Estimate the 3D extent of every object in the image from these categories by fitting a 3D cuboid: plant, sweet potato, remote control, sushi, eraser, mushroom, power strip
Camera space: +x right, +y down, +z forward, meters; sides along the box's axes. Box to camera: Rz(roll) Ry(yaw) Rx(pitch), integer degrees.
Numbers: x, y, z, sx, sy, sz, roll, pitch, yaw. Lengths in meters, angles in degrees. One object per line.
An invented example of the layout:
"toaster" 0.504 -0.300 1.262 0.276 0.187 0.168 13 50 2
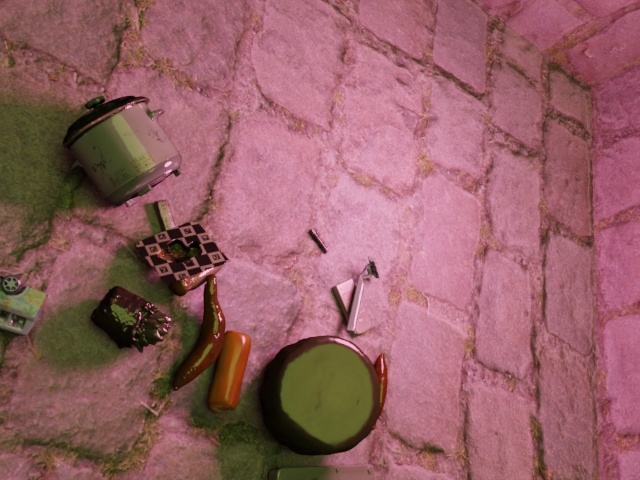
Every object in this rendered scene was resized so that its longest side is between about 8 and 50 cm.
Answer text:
"plant" -0.506 0.219 1.709 0.194 0.129 0.132 38 59 -16
"sweet potato" 0.197 0.508 2.156 0.057 0.057 0.264 24 61 -27
"sweet potato" -0.327 0.272 1.837 0.108 0.079 0.346 32 65 -47
"remote control" 0.112 0.231 2.207 0.088 0.029 0.190 -23 88 -38
"sushi" -0.400 0.044 1.839 0.210 0.040 0.192 -23 58 -36
"eraser" 0.000 0.000 2.212 0.099 0.019 0.027 52 39 -9
"mushroom" -0.359 0.095 1.891 0.071 0.084 0.209 51 47 4
"power strip" 0.000 0.733 1.936 0.385 0.062 0.091 11 69 -33

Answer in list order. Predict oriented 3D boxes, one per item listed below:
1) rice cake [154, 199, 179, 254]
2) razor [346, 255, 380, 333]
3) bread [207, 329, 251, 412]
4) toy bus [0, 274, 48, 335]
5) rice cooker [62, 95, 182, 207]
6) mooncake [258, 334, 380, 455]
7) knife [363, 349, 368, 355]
"rice cake" -0.448 -0.023 1.891 0.047 0.036 0.206 -15 84 -28
"razor" 0.135 0.194 2.187 0.111 0.056 0.277 69 37 -51
"bread" -0.260 0.383 1.857 0.092 0.074 0.239 39 53 -47
"toy bus" -0.838 0.119 1.525 0.330 0.109 0.135 26 72 -26
"rice cooker" -0.548 -0.259 1.761 0.317 0.264 0.316 0 101 -2
"mooncake" -0.006 0.467 1.926 0.357 0.194 0.356 6 72 -20
"knife" 0.105 0.458 2.131 0.058 0.032 0.244 52 49 -4
